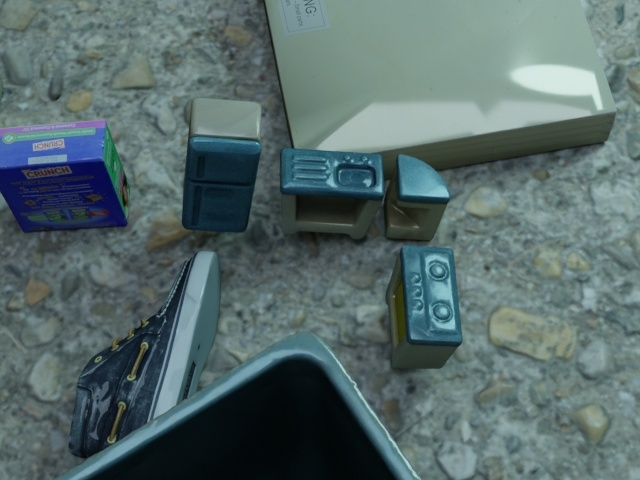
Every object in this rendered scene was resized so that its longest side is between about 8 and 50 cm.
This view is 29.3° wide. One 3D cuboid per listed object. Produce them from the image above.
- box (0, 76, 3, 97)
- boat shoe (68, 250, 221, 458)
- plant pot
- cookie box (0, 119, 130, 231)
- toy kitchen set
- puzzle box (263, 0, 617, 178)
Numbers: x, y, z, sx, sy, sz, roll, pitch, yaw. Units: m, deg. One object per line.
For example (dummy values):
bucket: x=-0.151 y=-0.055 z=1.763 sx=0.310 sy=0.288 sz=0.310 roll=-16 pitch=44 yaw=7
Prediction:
box: x=-0.333 y=-0.043 z=0.987 sx=0.094 sy=0.113 sz=0.275 roll=2 pitch=65 yaw=3
boat shoe: x=-0.133 y=0.085 z=0.939 sx=0.083 sy=0.065 sz=0.183 roll=8 pitch=62 yaw=11
plant pot: x=-0.036 y=0.255 z=0.744 sx=0.247 sy=0.252 sz=0.247 roll=-31 pitch=65 yaw=-12
cookie box: x=-0.207 y=-0.050 z=0.986 sx=0.091 sy=0.107 sz=0.040 roll=-4 pitch=63 yaw=0
toy kitchen set: x=0.000 y=0.000 z=0.921 sx=0.207 sy=0.122 sz=0.166 roll=3 pitch=58 yaw=-7
puzzle box: x=0.079 y=-0.249 z=1.106 sx=0.272 sy=0.052 sz=0.409 roll=-10 pitch=63 yaw=-2
